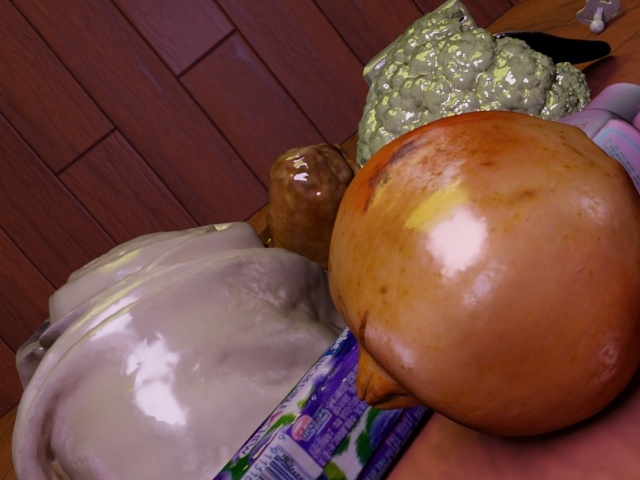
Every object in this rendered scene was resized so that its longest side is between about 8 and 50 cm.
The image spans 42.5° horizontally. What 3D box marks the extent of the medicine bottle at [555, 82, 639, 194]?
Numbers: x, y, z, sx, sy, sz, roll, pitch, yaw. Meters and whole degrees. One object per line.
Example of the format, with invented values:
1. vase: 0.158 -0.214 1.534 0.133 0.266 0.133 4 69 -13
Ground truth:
1. medicine bottle: 0.213 -0.046 0.688 0.188 0.094 0.119 -43 12 -22

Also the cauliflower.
1. cauliflower: 0.178 -0.124 0.973 0.250 0.275 0.272 -1 -49 -42

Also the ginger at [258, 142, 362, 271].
1. ginger: 0.000 0.000 0.985 0.321 0.173 0.165 117 168 -56

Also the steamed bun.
1. steamed bun: -0.137 0.119 0.777 0.342 0.255 0.367 -36 11 0

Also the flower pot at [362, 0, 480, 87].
1. flower pot: 0.204 -0.252 1.322 0.190 0.209 0.239 -35 9 16

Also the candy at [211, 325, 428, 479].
1. candy: 0.027 0.125 0.621 0.312 0.088 0.061 -46 7 -33

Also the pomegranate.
1. pomegranate: 0.107 0.020 0.516 0.209 0.209 0.209 -38 10 8

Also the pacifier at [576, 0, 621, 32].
1. pacifier: 0.476 -0.380 1.401 0.083 0.068 0.064 119 162 -69

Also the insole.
1. insole: 0.303 -0.256 1.109 0.119 0.009 0.348 -9 0 40
